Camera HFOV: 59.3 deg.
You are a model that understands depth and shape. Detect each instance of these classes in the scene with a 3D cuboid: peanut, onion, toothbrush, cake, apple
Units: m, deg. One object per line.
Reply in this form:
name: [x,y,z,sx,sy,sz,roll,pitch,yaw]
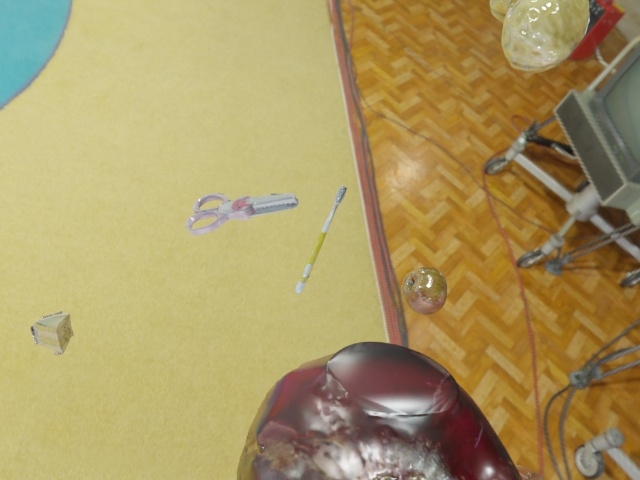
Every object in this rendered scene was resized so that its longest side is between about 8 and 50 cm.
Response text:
peanut: [0.365,-0.396,0.948,0.147,0.147,0.305,13,51,-15]
onion: [0.070,0.373,0.813,0.399,0.420,0.398,4,57,-6]
toothbrush: [0.000,0.000,1.364,0.021,0.288,0.024,24,8,3]
cake: [-0.439,0.155,0.946,0.065,0.121,0.051,-13,99,-37]
apple: [0.263,0.129,1.436,0.102,0.126,0.126,17,48,-22]

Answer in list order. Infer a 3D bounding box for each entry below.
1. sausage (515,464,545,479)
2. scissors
sausage: [0.215,0.460,1.043,0.094,0.419,0.094,22,60,-40]
scissors: [-0.163,-0.066,1.171,0.242,0.030,0.118,-6,42,16]
